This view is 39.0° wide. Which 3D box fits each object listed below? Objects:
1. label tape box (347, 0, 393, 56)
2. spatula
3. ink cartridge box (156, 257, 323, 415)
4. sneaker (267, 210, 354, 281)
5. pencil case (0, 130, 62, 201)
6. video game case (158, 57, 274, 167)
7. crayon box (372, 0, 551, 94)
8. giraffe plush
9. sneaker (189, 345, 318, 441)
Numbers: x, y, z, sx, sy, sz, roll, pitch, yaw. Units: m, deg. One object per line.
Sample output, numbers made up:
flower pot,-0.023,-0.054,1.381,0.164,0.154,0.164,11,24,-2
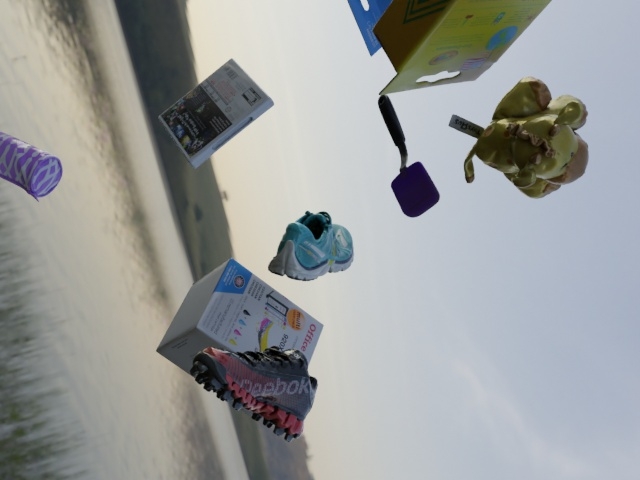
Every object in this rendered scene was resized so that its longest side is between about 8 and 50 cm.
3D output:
label tape box,0.177,-0.538,1.713,0.106,0.333,0.240,2,-50,42
spatula,0.153,-0.171,1.722,0.030,0.084,0.296,23,40,-39
ink cartridge box,-0.148,0.185,1.704,0.168,0.233,0.171,-32,-153,48
sneaker,0.000,0.000,1.631,0.275,0.107,0.109,-25,131,-69
pencil case,-0.564,-0.144,1.620,0.206,0.088,0.086,21,-31,21
video game case,-0.183,-0.223,1.558,0.022,0.173,0.190,52,0,-41
crayon box,0.208,-0.323,1.186,0.318,0.202,0.081,-48,-117,48
giraffe plush,0.310,-0.138,1.277,0.170,0.210,0.181,-142,-124,-69
sneaker,-0.094,0.214,1.432,0.098,0.135,0.276,24,-12,43
